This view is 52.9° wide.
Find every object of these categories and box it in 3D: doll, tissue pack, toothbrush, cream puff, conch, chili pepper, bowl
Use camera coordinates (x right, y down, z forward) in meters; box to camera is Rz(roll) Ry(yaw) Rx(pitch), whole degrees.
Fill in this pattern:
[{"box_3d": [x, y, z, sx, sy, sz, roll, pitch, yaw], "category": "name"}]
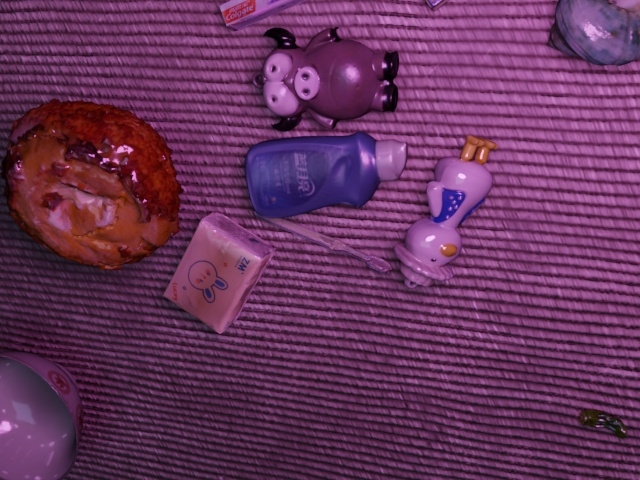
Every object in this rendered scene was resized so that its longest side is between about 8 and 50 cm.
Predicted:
[{"box_3d": [0.216, -0.041, 1.111, 0.119, 0.138, 0.293, 44, 117, 43], "category": "doll"}, {"box_3d": [-0.200, 0.062, 1.267, 0.148, 0.092, 0.196, 32, 112, 4], "category": "tissue pack"}, {"box_3d": [0.001, -0.002, 1.231, 0.294, 0.028, 0.026, 24, 111, 12], "category": "toothbrush"}, {"box_3d": [-0.417, -0.114, 1.196, 0.350, 0.228, 0.350, 4, 131, 5], "category": "cream puff"}, {"box_3d": [0.433, -0.344, 0.955, 0.188, 0.122, 0.176, -19, 80, 18], "category": "conch"}, {"box_3d": [0.525, 0.338, 1.197, 0.091, 0.034, 0.030, 17, 144, 9], "category": "chili pepper"}, {"box_3d": [0.003, -0.269, 1.095, 0.257, 0.117, 0.182, 4, 114, 11], "category": "doll"}, {"box_3d": [-0.652, 0.372, 1.452, 0.337, 0.157, 0.337, 5, 109, 14], "category": "bowl"}]

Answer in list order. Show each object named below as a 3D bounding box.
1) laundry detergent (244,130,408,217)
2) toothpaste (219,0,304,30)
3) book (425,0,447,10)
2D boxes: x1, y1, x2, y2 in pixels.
[{"box_3d": [0.014, -0.123, 1.150, 0.290, 0.094, 0.143, -6, 102, 17], "category": "laundry detergent"}, {"box_3d": [-0.078, -0.419, 1.111, 0.196, 0.040, 0.047, -16, 100, 20], "category": "toothpaste"}, {"box_3d": [0.260, -0.602, 0.961, 0.428, 0.039, 0.300, -33, 96, 22], "category": "book"}]
